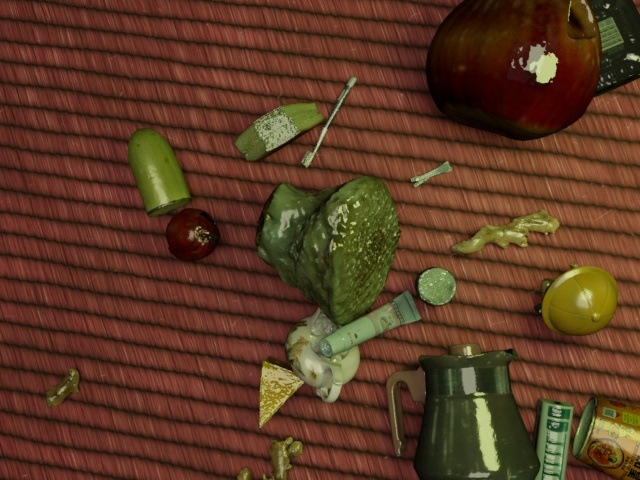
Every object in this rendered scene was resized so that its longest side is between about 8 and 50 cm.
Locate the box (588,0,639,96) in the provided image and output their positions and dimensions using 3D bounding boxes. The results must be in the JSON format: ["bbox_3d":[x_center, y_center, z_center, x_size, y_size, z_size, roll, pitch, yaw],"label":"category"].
[{"bbox_3d":[0.719,-0.530,1.817,0.290,0.073,0.289,-22,85,4],"label":"box"}]

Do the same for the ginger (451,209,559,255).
[{"bbox_3d":[0.492,-0.011,1.812,0.288,0.075,0.089,-19,90,0],"label":"ginger"}]

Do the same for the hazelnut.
[{"bbox_3d":[0.483,-0.429,1.672,0.402,0.429,0.402,-6,102,-29],"label":"hazelnut"}]

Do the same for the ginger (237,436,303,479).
[{"bbox_3d":[-0.128,0.629,1.832,0.193,0.052,0.176,-12,85,12],"label":"ginger"}]

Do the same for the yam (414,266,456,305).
[{"bbox_3d":[0.297,0.119,1.754,0.107,0.194,0.107,-1,85,8],"label":"yam"}]

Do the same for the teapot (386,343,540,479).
[{"bbox_3d":[0.346,0.446,1.708,0.376,0.305,0.361,-11,75,33],"label":"teapot"}]

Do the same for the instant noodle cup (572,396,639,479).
[{"bbox_3d":[0.740,0.496,1.693,0.172,0.216,0.215,19,88,15],"label":"instant noodle cup"}]

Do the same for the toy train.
[{"bbox_3d":[0.585,0.619,1.750,0.086,0.088,0.407,8,88,5],"label":"toy train"}]

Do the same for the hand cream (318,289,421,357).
[{"bbox_3d":[0.131,0.218,1.751,0.331,0.058,0.085,-19,79,-40],"label":"hand cream"}]

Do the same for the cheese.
[{"bbox_3d":[-0.119,0.415,1.822,0.126,0.093,0.171,21,89,3],"label":"cheese"}]

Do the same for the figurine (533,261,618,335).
[{"bbox_3d":[0.636,0.149,1.691,0.167,0.257,0.192,41,97,8],"label":"figurine"}]

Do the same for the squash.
[{"bbox_3d":[-0.457,-0.198,1.872,0.132,0.132,0.247,-23,85,3],"label":"squash"}]

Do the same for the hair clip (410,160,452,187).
[{"bbox_3d":[0.302,-0.181,1.851,0.115,0.039,0.030,-26,79,5],"label":"hair clip"}]

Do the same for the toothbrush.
[{"bbox_3d":[0.024,-0.332,1.891,0.024,0.026,0.288,28,88,48],"label":"toothbrush"}]

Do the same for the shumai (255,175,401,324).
[{"bbox_3d":[0.000,0.000,1.749,0.323,0.397,0.324,17,43,28],"label":"shumai"}]

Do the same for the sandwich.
[{"bbox_3d":[-0.116,-0.304,1.871,0.258,0.096,0.094,-30,90,5],"label":"sandwich"}]

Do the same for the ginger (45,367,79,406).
[{"bbox_3d":[-0.723,0.419,1.902,0.137,0.044,0.057,-44,66,0],"label":"ginger"}]

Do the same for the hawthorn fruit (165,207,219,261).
[{"bbox_3d":[-0.338,-0.016,1.833,0.148,0.172,0.148,0,90,-28],"label":"hawthorn fruit"}]

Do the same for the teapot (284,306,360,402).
[{"bbox_3d":[0.011,0.291,1.761,0.204,0.139,0.298,11,44,-24],"label":"teapot"}]
